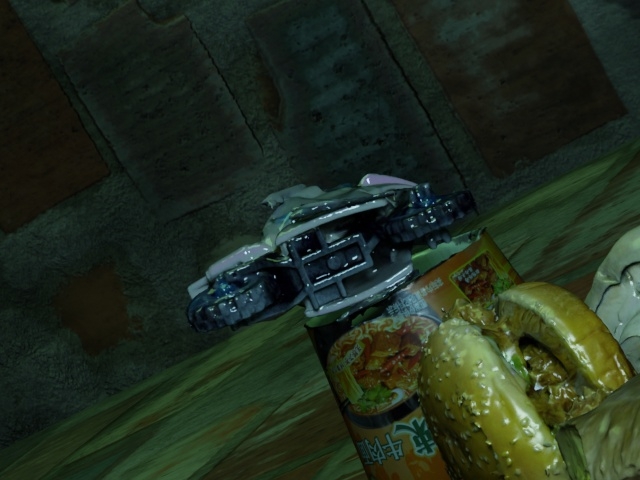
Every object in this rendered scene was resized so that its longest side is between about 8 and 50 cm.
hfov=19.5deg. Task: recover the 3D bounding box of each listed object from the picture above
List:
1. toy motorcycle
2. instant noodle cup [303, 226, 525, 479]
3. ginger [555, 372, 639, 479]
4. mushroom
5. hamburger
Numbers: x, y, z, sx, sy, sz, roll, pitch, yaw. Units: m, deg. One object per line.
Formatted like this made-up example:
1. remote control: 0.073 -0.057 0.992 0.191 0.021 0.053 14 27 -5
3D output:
1. toy motorcycle: 0.002 0.006 1.532 0.239 0.108 0.204 -8 11 -4
2. instant noodle cup: 0.105 0.108 1.560 0.230 0.182 0.230 -29 3 2
3. ginger: 0.271 0.092 1.041 0.270 0.123 0.219 -30 2 -7
4. mushroom: 0.253 0.062 1.317 0.154 0.154 0.122 -26 -1 39
5. hamburger: 0.135 0.115 1.224 0.118 0.191 0.182 -23 -27 -16
